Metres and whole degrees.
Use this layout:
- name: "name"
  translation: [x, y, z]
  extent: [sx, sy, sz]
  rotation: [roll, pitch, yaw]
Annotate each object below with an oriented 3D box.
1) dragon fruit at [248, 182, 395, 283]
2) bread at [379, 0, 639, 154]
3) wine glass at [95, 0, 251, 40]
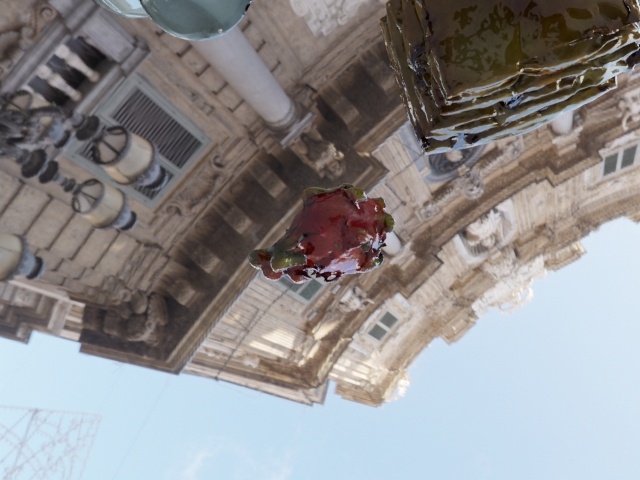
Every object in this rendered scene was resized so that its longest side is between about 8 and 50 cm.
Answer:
- name: "dragon fruit"
  translation: [0.000, 0.000, 0.788]
  extent: [0.208, 0.149, 0.133]
  rotation: [-20, -142, -6]
- name: "bread"
  translation: [0.247, -0.294, 0.774]
  extent: [0.325, 0.167, 0.277]
  rotation: [-20, -101, 18]
- name: "wine glass"
  translation: [-0.096, -0.164, 0.330]
  extent: [0.073, 0.073, 0.155]
  rotation: [-51, -140, -1]
